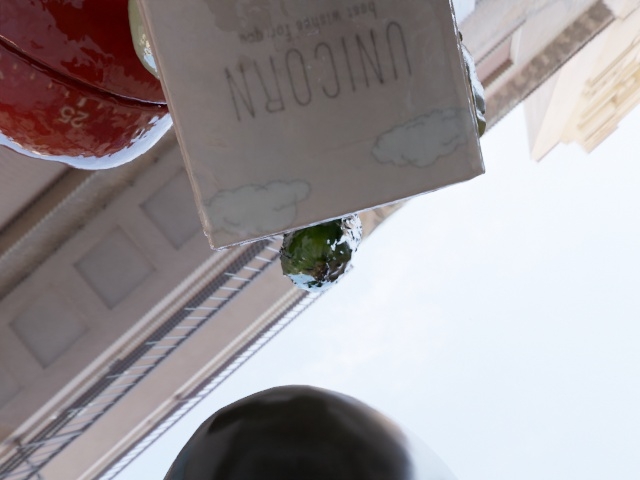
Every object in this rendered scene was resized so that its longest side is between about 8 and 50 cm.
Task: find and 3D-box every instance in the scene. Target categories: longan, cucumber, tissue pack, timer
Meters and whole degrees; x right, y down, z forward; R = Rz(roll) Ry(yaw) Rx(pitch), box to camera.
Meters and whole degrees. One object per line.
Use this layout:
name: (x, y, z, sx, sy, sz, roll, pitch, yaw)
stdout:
longan: (-0.004, 0.262, 0.676, 0.288, 0.350, 0.288, 2, -62, 3)
cucumber: (0.000, 0.000, 0.750, 0.069, 0.227, 0.069, 0, -81, 2)
tissue pack: (-0.024, -0.168, 0.513, 0.170, 0.071, 0.325, -15, -74, -5)
timer: (-0.312, -0.271, 1.124, 0.378, 0.378, 0.279, 43, -65, 10)

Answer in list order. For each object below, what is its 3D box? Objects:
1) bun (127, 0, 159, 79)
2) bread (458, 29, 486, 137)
bun: (-0.108, -0.263, 0.947, 0.145, 0.229, 0.229, 42, -87, 27)
bread: (0.010, -0.176, 0.712, 0.267, 0.152, 0.130, 43, -106, -33)
